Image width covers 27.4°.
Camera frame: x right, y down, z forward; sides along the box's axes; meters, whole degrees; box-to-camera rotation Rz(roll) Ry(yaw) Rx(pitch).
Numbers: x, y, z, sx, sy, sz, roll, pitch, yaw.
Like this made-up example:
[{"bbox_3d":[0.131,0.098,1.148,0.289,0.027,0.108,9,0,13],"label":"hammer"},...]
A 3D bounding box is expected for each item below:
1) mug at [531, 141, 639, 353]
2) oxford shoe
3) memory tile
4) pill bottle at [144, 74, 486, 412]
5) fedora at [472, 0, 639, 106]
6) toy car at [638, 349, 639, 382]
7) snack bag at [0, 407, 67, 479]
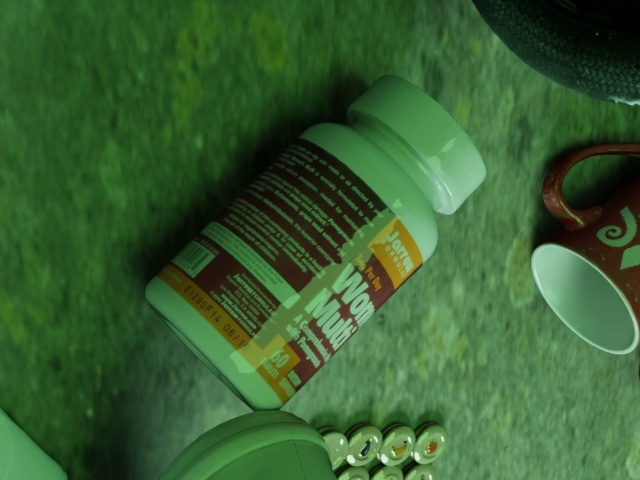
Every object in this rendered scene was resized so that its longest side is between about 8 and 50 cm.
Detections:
[{"bbox_3d":[0.267,-0.015,1.071,0.169,0.113,0.150,-38,131,-19],"label":"mug"},{"bbox_3d":[-0.094,0.309,0.900,0.169,0.130,0.449,-3,133,-39],"label":"oxford shoe"},{"bbox_3d":[0.038,0.200,1.072,0.148,0.012,0.113,4,109,-37],"label":"memory tile"},{"bbox_3d":[0.000,0.000,0.872,0.221,0.121,0.121,-45,131,-10],"label":"pill bottle"},{"bbox_3d":[0.254,-0.231,0.891,0.334,0.334,0.152,-56,165,0],"label":"fedora"},{"bbox_3d":[0.364,0.109,1.197,0.182,0.159,0.136,7,142,-39],"label":"toy car"},{"bbox_3d":[-0.263,0.162,0.682,0.323,0.037,0.342,-76,148,-43],"label":"snack bag"}]
